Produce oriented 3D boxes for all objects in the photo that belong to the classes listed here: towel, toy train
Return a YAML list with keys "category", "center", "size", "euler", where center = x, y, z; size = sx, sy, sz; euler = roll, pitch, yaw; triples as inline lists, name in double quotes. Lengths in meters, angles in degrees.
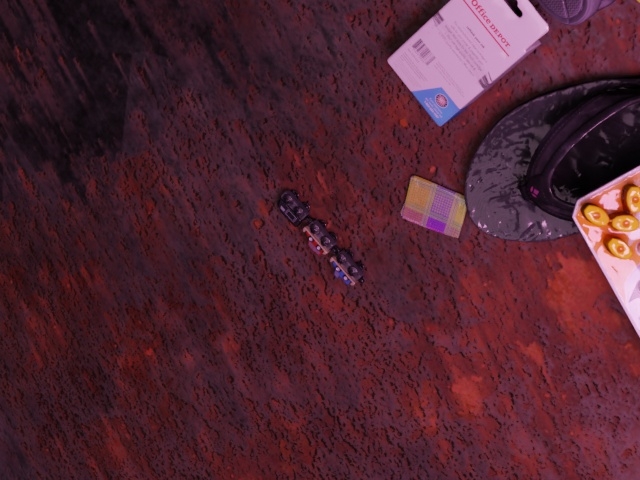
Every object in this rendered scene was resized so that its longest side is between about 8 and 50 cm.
- category: "towel"
  center: [0.142, -0.043, 1.589]
  size: [0.083, 0.009, 0.060]
  euler: [22, 114, 19]
- category: "toy train"
  center: [0.000, 0.000, 1.666]
  size: [0.158, 0.027, 0.036]
  euler: [48, 124, 7]

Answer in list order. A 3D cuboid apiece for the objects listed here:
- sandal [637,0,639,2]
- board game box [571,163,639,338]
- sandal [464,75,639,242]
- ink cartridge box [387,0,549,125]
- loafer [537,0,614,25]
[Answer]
- category: "sandal"
  center: [0.376, -0.391, 1.293]
  size: [0.138, 0.126, 0.317]
  euler: [9, 112, 20]
- category: "board game box"
  center: [0.521, 0.039, 1.305]
  size: [0.390, 0.050, 0.390]
  euler: [-29, 93, 8]
- category: "sandal"
  center: [0.346, -0.107, 1.404]
  size: [0.446, 0.107, 0.167]
  euler: [-19, 98, 30]
- category: "ink cartridge box"
  center: [0.179, -0.230, 1.479]
  size: [0.180, 0.060, 0.104]
  euler: [-40, 85, 31]
- category: "loafer"
  center: [0.231, -0.378, 1.403]
  size: [0.302, 0.095, 0.109]
  euler: [58, 152, 5]
